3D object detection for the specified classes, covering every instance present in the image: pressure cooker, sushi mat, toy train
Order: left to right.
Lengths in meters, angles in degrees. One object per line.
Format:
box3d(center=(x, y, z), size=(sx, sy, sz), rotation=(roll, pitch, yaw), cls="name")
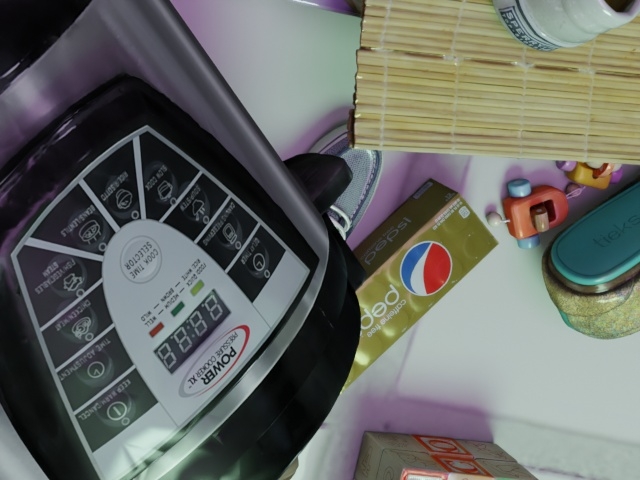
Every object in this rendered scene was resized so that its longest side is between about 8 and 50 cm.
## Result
box3d(center=(-0.177, 0.032, 1.086), size=(0.370, 0.375, 0.420), rotation=(-25, 116, 20), cls="pressure cooker")
box3d(center=(0.158, -0.138, 1.279), size=(0.316, 0.019, 0.151), rotation=(2, 102, -32), cls="sushi mat")
box3d(center=(0.195, -0.077, 1.366), size=(0.125, 0.046, 0.166), rotation=(-14, 110, -17), cls="toy train")

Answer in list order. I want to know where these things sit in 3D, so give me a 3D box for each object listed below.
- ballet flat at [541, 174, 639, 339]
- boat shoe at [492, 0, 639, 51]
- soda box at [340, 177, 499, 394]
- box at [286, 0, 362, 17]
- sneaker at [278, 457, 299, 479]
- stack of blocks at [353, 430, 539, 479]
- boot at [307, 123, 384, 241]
box3d(center=(0.337, -0.034, 1.407), size=(0.348, 0.123, 0.123), rotation=(-35, 114, -9), cls="ballet flat")
box3d(center=(0.257, -0.309, 1.223), size=(0.136, 0.156, 0.367), rotation=(37, 72, -27), cls="boat shoe")
box3d(center=(0.052, 0.037, 1.337), size=(0.181, 0.058, 0.061), rotation=(-43, 115, -5), cls="soda box")
box3d(center=(-0.005, -0.206, 1.244), size=(0.324, 0.067, 0.063), rotation=(10, 100, -22), cls="box")
box3d(center=(-0.108, 0.208, 1.331), size=(0.188, 0.066, 0.071), rotation=(-13, 126, -12), cls="sneaker")
box3d(center=(0.096, 0.322, 1.417), size=(0.171, 0.087, 0.297), rotation=(8, 102, -23), cls="stack of blocks")
box3d(center=(0.000, 0.000, 1.291), size=(0.069, 0.086, 0.190), rotation=(31, 92, -25), cls="boot")
